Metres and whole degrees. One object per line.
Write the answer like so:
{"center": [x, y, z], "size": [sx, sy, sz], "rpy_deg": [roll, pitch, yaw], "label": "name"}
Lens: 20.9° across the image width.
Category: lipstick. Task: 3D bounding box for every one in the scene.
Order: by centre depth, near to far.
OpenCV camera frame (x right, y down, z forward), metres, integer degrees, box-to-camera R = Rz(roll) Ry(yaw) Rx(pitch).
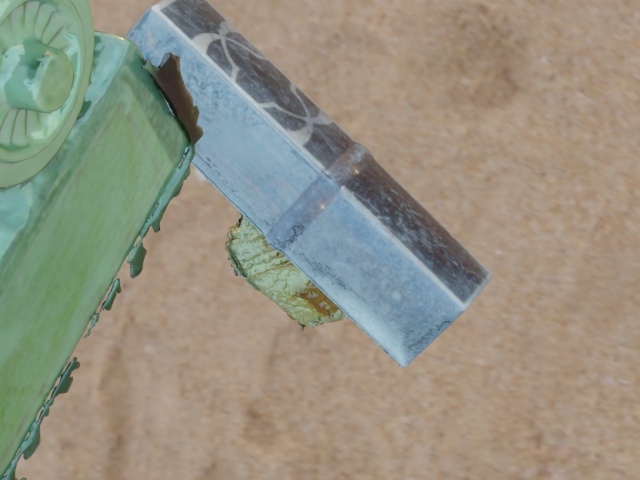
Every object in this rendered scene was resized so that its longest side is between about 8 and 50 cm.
{"center": [-0.018, -0.045, 1.151], "size": [0.289, 0.077, 0.076], "rpy_deg": [43, 122, 2], "label": "lipstick"}

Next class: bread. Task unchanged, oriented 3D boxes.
{"center": [0.000, 0.000, 1.281], "size": [0.069, 0.140, 0.128], "rpy_deg": [-17, 42, 40], "label": "bread"}

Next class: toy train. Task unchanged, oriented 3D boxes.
{"center": [-0.170, -0.007, 0.642], "size": [0.159, 0.188, 0.272], "rpy_deg": [14, 63, 25], "label": "toy train"}
